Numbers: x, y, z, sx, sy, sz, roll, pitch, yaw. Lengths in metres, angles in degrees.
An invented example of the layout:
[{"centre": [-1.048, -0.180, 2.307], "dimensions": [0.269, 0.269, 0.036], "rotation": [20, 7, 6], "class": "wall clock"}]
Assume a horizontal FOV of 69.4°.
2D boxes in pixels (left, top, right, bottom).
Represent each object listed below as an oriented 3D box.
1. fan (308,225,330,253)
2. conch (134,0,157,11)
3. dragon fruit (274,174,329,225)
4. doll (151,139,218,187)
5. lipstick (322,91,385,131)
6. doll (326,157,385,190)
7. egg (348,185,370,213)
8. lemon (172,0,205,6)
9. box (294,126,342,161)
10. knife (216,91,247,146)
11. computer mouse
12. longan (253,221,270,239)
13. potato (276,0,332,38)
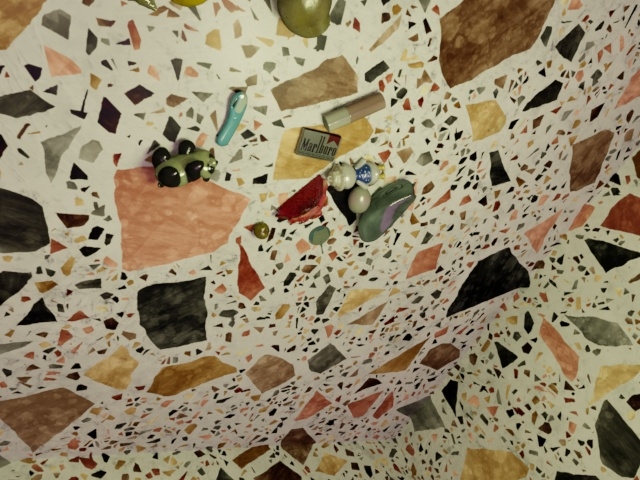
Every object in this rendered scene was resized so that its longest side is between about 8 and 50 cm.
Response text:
[{"centre": [0.000, 0.000, 2.228], "dimensions": [0.113, 0.005, 0.175], "rotation": [-21, 132, -12], "class": "fan"}, {"centre": [-0.568, -0.789, 1.217], "dimensions": [0.203, 0.169, 0.386], "rotation": [-43, 134, -9], "class": "conch"}, {"centre": [-0.049, -0.136, 1.992], "dimensions": [0.274, 0.161, 0.126], "rotation": [-39, 130, 2], "class": "dragon fruit"}, {"centre": [-0.494, -0.271, 1.684], "dimensions": [0.234, 0.144, 0.135], "rotation": [-22, 156, -12], "class": "doll"}, {"centre": [0.135, -0.515, 1.855], "dimensions": [0.254, 0.070, 0.070], "rotation": [-25, 132, -8], "class": "lipstick"}, {"centre": [0.155, -0.285, 2.021], "dimensions": [0.293, 0.119, 0.138], "rotation": [-12, 106, -26], "class": "doll"}, {"centre": [0.177, -0.187, 2.108], "dimensions": [0.103, 0.103, 0.135], "rotation": [-5, 126, -24], "class": "egg"}, {"centre": [-0.387, -0.767, 1.321], "dimensions": [0.178, 0.178, 0.203], "rotation": [-49, 153, 13], "class": "lemon"}, {"centre": [-0.009, -0.393, 1.899], "dimensions": [0.177, 0.036, 0.115], "rotation": [5, 122, -30], "class": "box"}, {"centre": [-0.327, -0.444, 1.700], "dimensions": [0.064, 0.031, 0.222], "rotation": [10, 123, -37], "class": "knife"}, {"centre": [0.294, -0.153, 2.146], "dimensions": [0.122, 0.188, 0.371], "rotation": [36, 107, -28], "class": "computer mouse"}, {"centre": [-0.251, -0.041, 2.016], "dimensions": [0.075, 0.083, 0.075], "rotation": [-15, 108, -54], "class": "longan"}, {"centre": [-0.048, -0.773, 1.509], "dimensions": [0.177, 0.160, 0.235], "rotation": [1, 152, 19], "class": "potato"}]
